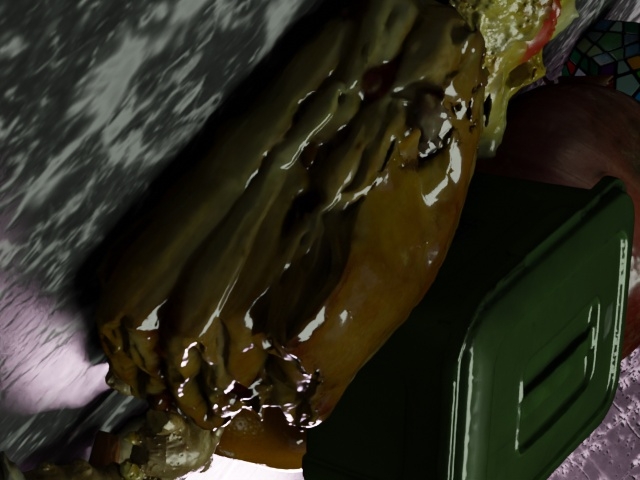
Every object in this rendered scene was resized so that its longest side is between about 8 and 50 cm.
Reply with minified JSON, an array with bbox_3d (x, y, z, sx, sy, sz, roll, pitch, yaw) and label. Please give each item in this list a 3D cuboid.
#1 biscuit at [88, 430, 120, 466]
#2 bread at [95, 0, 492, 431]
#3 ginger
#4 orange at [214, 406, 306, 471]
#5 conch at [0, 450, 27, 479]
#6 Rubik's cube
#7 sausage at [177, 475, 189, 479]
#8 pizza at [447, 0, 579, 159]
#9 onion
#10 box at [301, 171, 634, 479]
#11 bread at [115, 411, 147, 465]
[{"bbox_3d":[-0.202,0.270,1.569,0.165,0.036,0.250,-89,-164,-66],"label":"biscuit"},{"bbox_3d":[0.000,0.000,1.328,0.324,0.167,0.277,-47,168,-13],"label":"bread"},{"bbox_3d":[-0.157,0.174,1.458,0.176,0.052,0.193,7,112,-31],"label":"ginger"},{"bbox_3d":[-0.048,0.134,1.636,0.156,0.156,0.124,30,77,-79],"label":"orange"},{"bbox_3d":[-0.241,0.269,1.318,0.178,0.163,0.245,-76,173,-79],"label":"conch"},{"bbox_3d":[0.350,-0.197,2.215,0.133,0.112,0.133,-46,168,-13],"label":"Rubik's cube"},{"bbox_3d":[-0.133,0.214,1.857,0.223,0.029,0.029,-50,169,-1],"label":"sausage"},{"bbox_3d":[0.157,-0.164,1.544,0.280,0.075,0.287,-31,146,-58],"label":"pizza"},{"bbox_3d":[0.269,-0.020,2.072,0.353,0.354,0.353,-48,169,-13],"label":"onion"},{"bbox_3d":[0.122,0.090,1.573,0.329,0.178,0.252,-33,131,-50],"label":"box"},{"bbox_3d":[-0.134,0.180,1.687,0.073,0.053,0.214,-56,168,8],"label":"bread"}]
